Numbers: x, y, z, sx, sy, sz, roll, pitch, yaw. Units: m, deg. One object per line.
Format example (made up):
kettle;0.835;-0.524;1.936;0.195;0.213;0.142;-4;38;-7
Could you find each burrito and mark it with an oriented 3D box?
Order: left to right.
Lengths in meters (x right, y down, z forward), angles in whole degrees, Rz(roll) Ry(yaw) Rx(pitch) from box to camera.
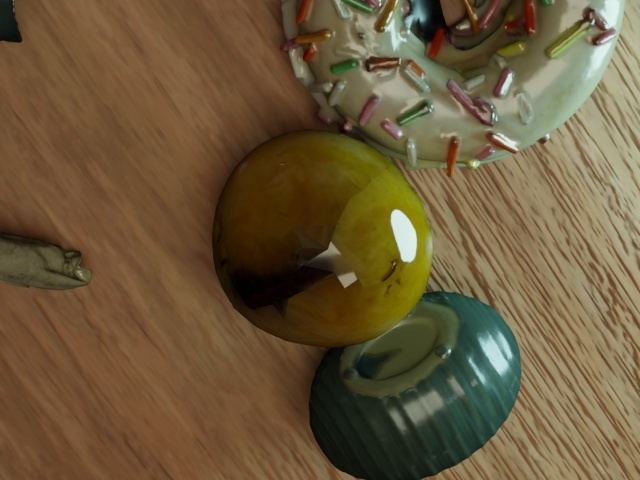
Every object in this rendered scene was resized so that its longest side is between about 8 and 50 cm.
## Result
burrito;-0.357;0.008;1.839;0.275;0.082;0.059;17;91;-42

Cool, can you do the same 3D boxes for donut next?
donut;0.143;-0.253;1.871;0.382;0.142;0.382;-2;104;-9

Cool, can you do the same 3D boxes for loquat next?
loquat;0.000;0.000;1.866;0.235;0.235;0.235;-3;105;-10

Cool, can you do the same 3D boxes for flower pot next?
flower pot;0.101;0.157;1.945;0.243;0.189;0.157;-32;138;-5

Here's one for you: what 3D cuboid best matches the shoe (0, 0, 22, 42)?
shoe;-0.323;-0.243;1.804;0.093;0.108;0.241;44;90;-14
